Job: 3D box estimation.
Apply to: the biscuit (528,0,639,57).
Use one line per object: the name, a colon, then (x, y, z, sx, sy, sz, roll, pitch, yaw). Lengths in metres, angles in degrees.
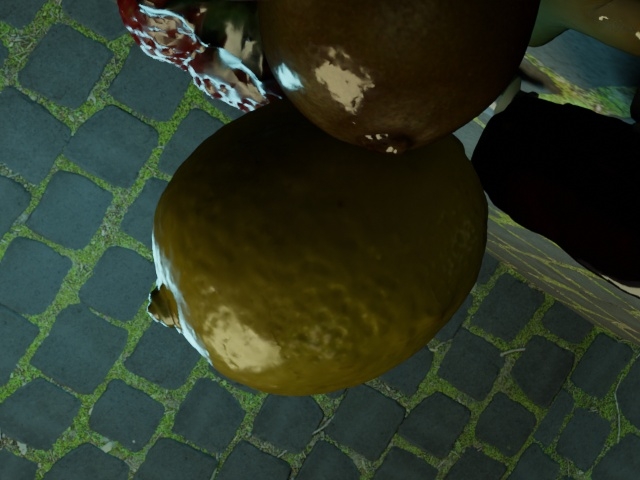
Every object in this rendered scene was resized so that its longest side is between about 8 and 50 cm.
biscuit: (0.190, -0.199, 0.663, 0.164, 0.047, 0.208, 34, 179, -32)

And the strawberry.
strawberry: (-0.052, -0.246, 0.794, 0.250, 0.238, 0.288, 36, -172, 1)

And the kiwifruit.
kiwifruit: (0.052, -0.173, 0.545, 0.196, 0.234, 0.196, 5, 178, 0)

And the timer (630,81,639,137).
timer: (0.344, -0.072, 0.612, 0.191, 0.069, 0.208, 19, -174, -14)

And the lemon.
lemon: (0.002, -0.001, 0.695, 0.260, 0.284, 0.260, 30, 136, 33)

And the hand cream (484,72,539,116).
hand cream: (0.139, -0.228, 1.001, 0.271, 0.058, 0.091, 36, -168, 17)

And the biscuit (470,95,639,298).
biscuit: (0.332, -0.020, 0.728, 0.407, 0.091, 0.407, 20, -161, -8)
